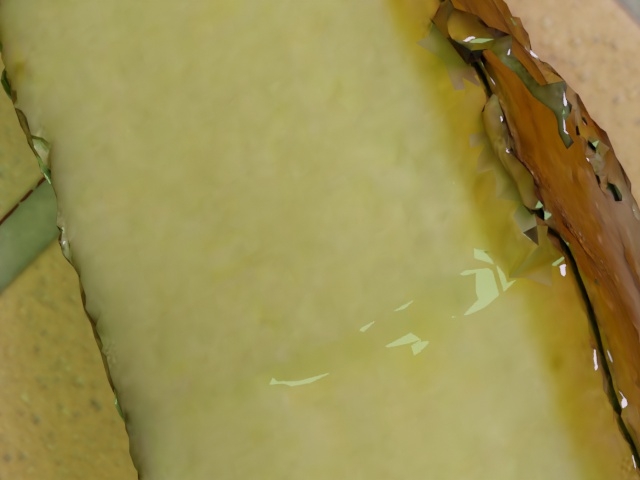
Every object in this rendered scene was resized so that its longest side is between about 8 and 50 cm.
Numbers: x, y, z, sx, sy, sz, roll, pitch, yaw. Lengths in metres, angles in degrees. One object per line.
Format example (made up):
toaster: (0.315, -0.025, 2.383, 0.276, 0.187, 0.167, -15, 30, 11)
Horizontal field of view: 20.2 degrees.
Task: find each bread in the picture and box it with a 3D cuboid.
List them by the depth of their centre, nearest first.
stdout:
bread: (0.000, 0.000, 0.753, 0.248, 0.279, 0.315, -32, 112, 17)
